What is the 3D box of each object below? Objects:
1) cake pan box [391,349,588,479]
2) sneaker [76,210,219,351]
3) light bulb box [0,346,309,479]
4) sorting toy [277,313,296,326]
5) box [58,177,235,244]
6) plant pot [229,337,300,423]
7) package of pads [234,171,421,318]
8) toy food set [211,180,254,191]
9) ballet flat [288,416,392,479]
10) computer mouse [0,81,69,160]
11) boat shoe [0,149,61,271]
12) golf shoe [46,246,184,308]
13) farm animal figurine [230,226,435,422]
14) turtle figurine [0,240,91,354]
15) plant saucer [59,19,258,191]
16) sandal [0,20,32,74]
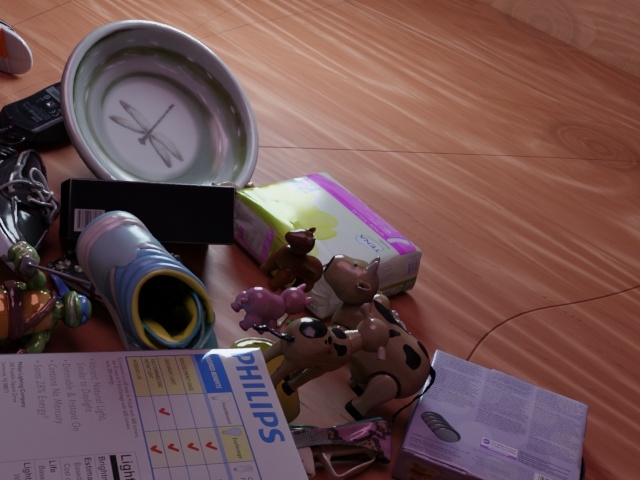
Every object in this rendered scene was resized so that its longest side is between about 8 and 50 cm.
[{"bbox_3d":[0.260,0.292,1.463,0.267,0.070,0.245,19,35,6],"label":"cake pan box"},{"bbox_3d":[-0.193,0.124,1.319,0.127,0.319,0.208,-40,41,-11],"label":"sneaker"},{"bbox_3d":[-0.213,0.313,1.093,0.361,0.225,0.358,1,35,-22],"label":"light bulb box"},{"bbox_3d":[-0.069,0.118,1.637,0.083,0.012,0.062,23,33,12],"label":"sorting toy"},{"bbox_3d":[-0.288,-0.045,1.641,0.261,0.103,0.184,2,-2,-19],"label":"box"},{"bbox_3d":[-0.093,0.193,1.406,0.134,0.095,0.134,3,17,-1],"label":"plant pot"},{"bbox_3d":[0.000,0.000,1.761,0.229,0.101,0.296,-16,44,-39],"label":"package of pads"},{"bbox_3d":[-0.140,-0.075,1.852,0.122,0.019,0.078,-2,71,-38],"label":"toy food set"},{"bbox_3d":[0.002,0.290,1.366,0.222,0.077,0.079,0,57,-23],"label":"ballet flat"},{"bbox_3d":[-0.543,-0.231,1.928,0.272,0.072,0.188,-26,52,-30],"label":"computer mouse"},{"bbox_3d":[-0.476,-0.056,1.618,0.105,0.113,0.306,-32,30,2],"label":"boat shoe"},{"bbox_3d":[-0.317,0.076,1.531,0.273,0.120,0.105,10,32,37],"label":"golf shoe"},{"bbox_3d":[0.042,0.119,1.406,0.327,0.172,0.330,44,20,-23],"label":"farm animal figurine"},{"bbox_3d":[-0.438,0.109,1.339,0.266,0.197,0.274,-2,33,-17],"label":"turtle figurine"},{"bbox_3d":[-0.308,-0.216,1.869,0.400,0.100,0.400,16,61,-31],"label":"plant saucer"},{"bbox_3d":[-0.718,-0.438,2.127,0.265,0.102,0.076,20,36,11],"label":"sandal"}]
